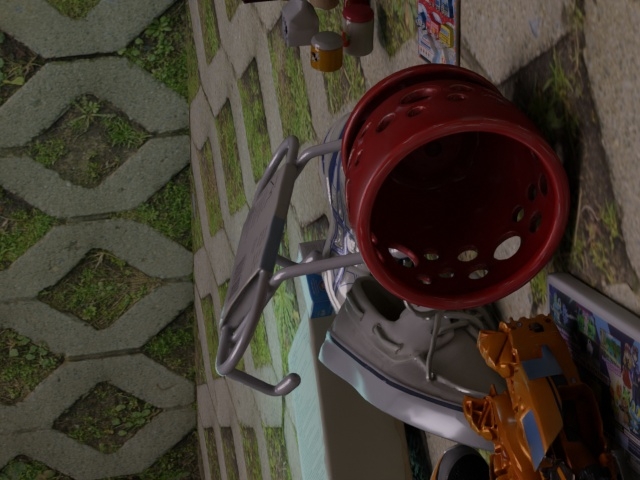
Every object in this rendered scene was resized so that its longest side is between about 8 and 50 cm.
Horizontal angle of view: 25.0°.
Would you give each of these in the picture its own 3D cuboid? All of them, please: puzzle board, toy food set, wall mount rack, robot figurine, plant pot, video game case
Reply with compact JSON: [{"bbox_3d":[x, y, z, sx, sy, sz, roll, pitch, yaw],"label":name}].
[{"bbox_3d":[0.124,-0.229,1.549,0.128,0.011,0.096,-124,30,-65],"label":"puzzle board"},{"bbox_3d":[0.006,-0.311,1.793,0.232,0.111,0.104,-109,17,-53],"label":"toy food set"},{"bbox_3d":[0.000,0.000,1.573,0.304,0.130,0.350,-53,19,41],"label":"wall mount rack"},{"bbox_3d":[0.193,0.219,1.185,0.211,0.085,0.291,94,167,-50],"label":"robot figurine"},{"bbox_3d":[0.112,-0.061,1.303,0.174,0.191,0.191,-105,13,-57],"label":"plant pot"},{"bbox_3d":[0.239,0.138,1.213,0.201,0.023,0.183,-134,39,-71],"label":"video game case"}]

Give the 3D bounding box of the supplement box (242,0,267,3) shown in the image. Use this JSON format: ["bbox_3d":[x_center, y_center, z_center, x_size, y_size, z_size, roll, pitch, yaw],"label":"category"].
[{"bbox_3d":[-0.053,-0.447,1.940,0.073,0.130,0.239,-116,22,-55],"label":"supplement box"}]

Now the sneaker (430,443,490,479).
[{"bbox_3d":[0.175,0.313,1.488,0.083,0.084,0.215,-39,61,60],"label":"sneaker"}]

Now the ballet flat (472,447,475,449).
[{"bbox_3d":[0.126,0.162,1.629,0.070,0.070,0.188,96,162,-45],"label":"ballet flat"}]

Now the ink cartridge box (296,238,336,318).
[{"bbox_3d":[0.039,0.043,1.821,0.052,0.122,0.088,97,162,-59],"label":"ink cartridge box"}]

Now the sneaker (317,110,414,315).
[{"bbox_3d":[0.061,-0.016,1.720,0.131,0.112,0.296,143,117,-70],"label":"sneaker"}]

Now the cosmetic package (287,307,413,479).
[{"bbox_3d":[0.038,0.254,1.878,0.160,0.113,0.309,111,157,-57],"label":"cosmetic package"}]

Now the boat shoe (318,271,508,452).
[{"bbox_3d":[0.120,0.102,1.491,0.367,0.136,0.156,29,102,67],"label":"boat shoe"}]
